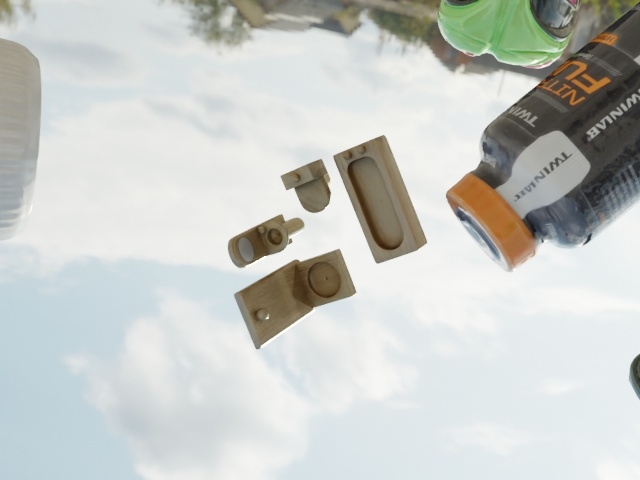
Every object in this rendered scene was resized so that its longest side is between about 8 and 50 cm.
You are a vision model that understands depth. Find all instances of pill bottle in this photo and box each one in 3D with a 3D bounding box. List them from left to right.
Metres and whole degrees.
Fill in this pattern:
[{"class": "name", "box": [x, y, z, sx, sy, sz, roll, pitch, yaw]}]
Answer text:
[{"class": "pill bottle", "box": [0.222, -0.081, 0.849, 0.130, 0.245, 0.130, 51, 177, 3]}]

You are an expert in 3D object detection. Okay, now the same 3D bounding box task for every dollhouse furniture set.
[{"class": "dollhouse furniture set", "box": [0.000, 0.000, 0.975, 0.151, 0.144, 0.123, -19, -175, 30]}]

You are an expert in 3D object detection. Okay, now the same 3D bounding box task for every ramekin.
[{"class": "ramekin", "box": [-0.321, -0.094, 0.942, 0.109, 0.207, 0.207, 3, -161, -22]}]

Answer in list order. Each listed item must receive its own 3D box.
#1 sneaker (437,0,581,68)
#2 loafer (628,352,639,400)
[{"class": "sneaker", "box": [0.249, -0.377, 1.135, 0.185, 0.202, 0.483, 15, -138, 0]}, {"class": "loafer", "box": [0.460, 0.238, 1.185, 0.096, 0.084, 0.267, -36, -119, -23]}]
